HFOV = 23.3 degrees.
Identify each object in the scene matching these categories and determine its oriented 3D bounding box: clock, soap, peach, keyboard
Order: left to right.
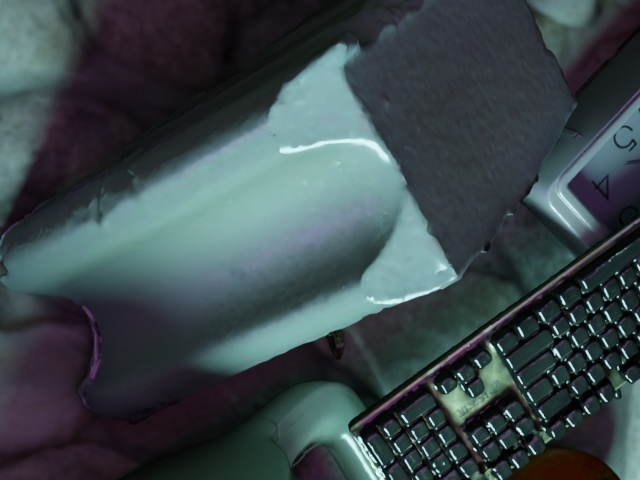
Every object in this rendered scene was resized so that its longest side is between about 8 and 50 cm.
[{"bbox_3d":[-0.015,-0.045,0.964,0.159,0.302,0.258,55,39,-15],"label":"soap"},{"bbox_3d":[0.168,0.189,1.066,0.101,0.101,0.100,-4,104,-17],"label":"peach"},{"bbox_3d":[0.170,0.069,1.004,0.317,0.027,0.106,-36,111,-8],"label":"keyboard"},{"bbox_3d":[0.243,-0.060,1.045,0.197,0.063,0.150,-46,113,-3],"label":"clock"}]

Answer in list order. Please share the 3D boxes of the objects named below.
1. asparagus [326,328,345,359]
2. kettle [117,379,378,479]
[{"bbox_3d":[0.000,0.000,1.006,0.013,0.016,0.166,-18,107,-28],"label":"asparagus"},{"bbox_3d":[-0.012,0.285,0.973,0.265,0.205,0.318,-31,108,-6],"label":"kettle"}]
